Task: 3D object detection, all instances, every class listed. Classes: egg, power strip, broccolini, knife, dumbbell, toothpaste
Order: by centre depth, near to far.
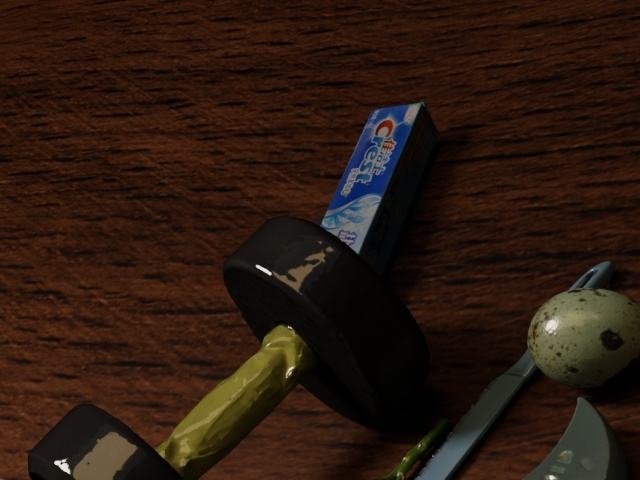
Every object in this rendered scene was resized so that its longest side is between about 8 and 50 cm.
[{"bbox_3d":[0.132,0.230,1.369,0.253,0.054,0.167,-29,30,3],"label":"power strip"},{"bbox_3d":[0.230,0.082,1.464,0.110,0.085,0.085,-5,38,13],"label":"egg"},{"bbox_3d":[0.063,0.199,1.491,0.140,0.035,0.030,-45,37,-23],"label":"broccolini"},{"bbox_3d":[-0.078,0.153,1.518,0.322,0.204,0.204,-44,33,-19],"label":"dumbbell"},{"bbox_3d":[0.164,0.126,1.525,0.313,0.019,0.044,-48,27,-24],"label":"knife"},{"bbox_3d":[0.052,-0.040,1.793,0.066,0.053,0.272,-7,38,29],"label":"toothpaste"}]

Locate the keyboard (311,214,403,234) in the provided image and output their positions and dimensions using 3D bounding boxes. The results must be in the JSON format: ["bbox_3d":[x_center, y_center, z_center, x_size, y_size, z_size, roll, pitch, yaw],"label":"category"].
[{"bbox_3d":[0.001,0.001,1.843,0.196,0.015,0.074,-19,37,21],"label":"keyboard"}]

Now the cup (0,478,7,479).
[{"bbox_3d":[-0.275,0.297,1.609,0.133,0.136,0.099,5,12,43],"label":"cup"}]
